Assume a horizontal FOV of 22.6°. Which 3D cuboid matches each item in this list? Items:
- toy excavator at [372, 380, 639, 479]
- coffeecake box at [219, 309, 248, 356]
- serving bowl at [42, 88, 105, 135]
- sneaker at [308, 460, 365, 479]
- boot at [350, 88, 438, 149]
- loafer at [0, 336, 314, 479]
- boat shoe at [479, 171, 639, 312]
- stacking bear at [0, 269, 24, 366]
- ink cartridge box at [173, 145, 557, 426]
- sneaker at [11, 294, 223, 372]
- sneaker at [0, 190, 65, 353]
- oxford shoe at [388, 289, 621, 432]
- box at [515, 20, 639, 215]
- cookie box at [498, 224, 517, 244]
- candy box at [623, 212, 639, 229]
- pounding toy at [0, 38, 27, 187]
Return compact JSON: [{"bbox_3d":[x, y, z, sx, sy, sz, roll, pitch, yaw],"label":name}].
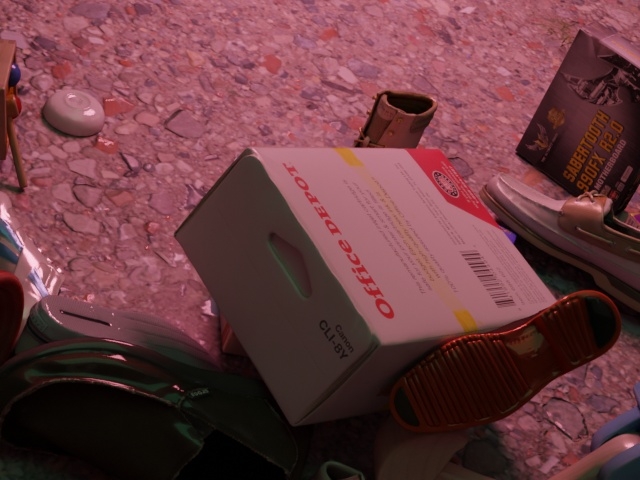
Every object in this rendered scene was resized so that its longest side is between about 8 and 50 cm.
[{"bbox_3d":[0.339,0.283,1.773,0.433,0.445,0.222,53,12,-22],"label":"toy excavator"},{"bbox_3d":[-0.047,0.062,1.949,0.142,0.068,0.185,12,39,-17],"label":"coffeecake box"},{"bbox_3d":[-0.325,-0.175,2.122,0.083,0.027,0.083,13,38,-11],"label":"serving bowl"},{"bbox_3d":[0.033,0.294,1.714,0.051,0.070,0.134,-13,51,-40],"label":"sneaker"},{"bbox_3d":[0.055,-0.118,2.135,0.213,0.165,0.077,-14,50,-40],"label":"boot"},{"bbox_3d":[-0.171,0.198,1.669,0.366,0.133,0.130,9,40,-18],"label":"loafer"},{"bbox_3d":[0.367,-0.018,2.209,0.302,0.103,0.113,32,20,6],"label":"boat shoe"},{"bbox_3d":[-0.474,0.051,1.677,0.289,0.175,0.164,23,55,17],"label":"stacking bear"},{"bbox_3d":[0.060,0.042,1.837,0.385,0.160,0.279,-2,52,-52],"label":"ink cartridge box"},{"bbox_3d":[-0.225,0.131,1.765,0.258,0.091,0.094,23,27,-36],"label":"sneaker"},{"bbox_3d":[-0.347,0.038,1.821,0.092,0.087,0.228,5,48,-32],"label":"sneaker"},{"bbox_3d":[0.195,0.141,1.738,0.271,0.098,0.097,-21,83,-13],"label":"oxford shoe"},{"bbox_3d":[0.412,-0.175,2.333,0.183,0.231,0.056,39,37,18],"label":"box"},{"bbox_3d":[0.207,0.013,2.160,0.092,0.040,0.107,27,37,3],"label":"cookie box"},{"bbox_3d":[0.523,0.034,2.287,0.109,0.053,0.186,-7,48,-33],"label":"candy box"},{"bbox_3d":[-0.408,-0.160,1.994,0.100,0.130,0.141,4,40,-5],"label":"pounding toy"}]
